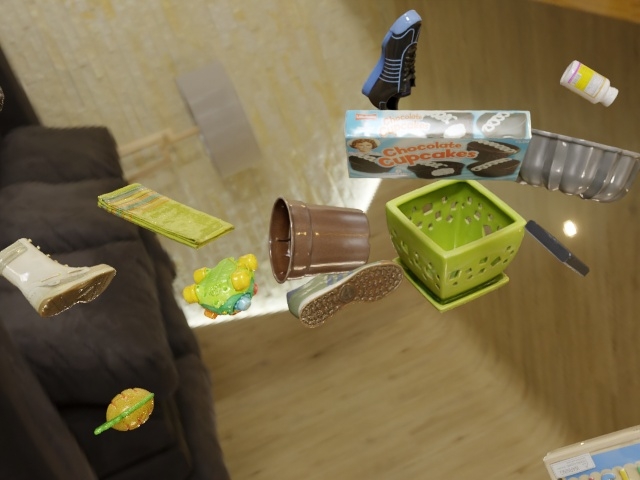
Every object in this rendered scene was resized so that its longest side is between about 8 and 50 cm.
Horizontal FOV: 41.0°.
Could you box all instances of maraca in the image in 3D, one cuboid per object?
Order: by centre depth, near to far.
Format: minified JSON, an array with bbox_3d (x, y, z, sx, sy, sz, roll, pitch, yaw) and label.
[{"bbox_3d":[-0.506,0.447,2.217,0.099,0.127,0.185,55,36,1],"label":"maraca"}]

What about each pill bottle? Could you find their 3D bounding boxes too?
[{"bbox_3d":[0.422,-0.244,1.344,0.083,0.043,0.043,31,-8,-1],"label":"pill bottle"}]

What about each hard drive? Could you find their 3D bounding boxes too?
[{"bbox_3d":[0.404,0.015,1.459,0.094,0.022,0.135,47,13,31],"label":"hard drive"}]

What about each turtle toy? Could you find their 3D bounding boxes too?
[{"bbox_3d":[-0.123,0.063,1.166,0.130,0.095,0.066,-70,141,-64],"label":"turtle toy"}]

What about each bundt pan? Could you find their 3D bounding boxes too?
[{"bbox_3d":[0.544,-0.167,1.914,0.331,0.330,0.124,-137,-122,-72],"label":"bundt pan"}]

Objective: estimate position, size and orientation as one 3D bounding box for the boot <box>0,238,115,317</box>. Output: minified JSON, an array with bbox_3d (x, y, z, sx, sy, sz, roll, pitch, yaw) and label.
[{"bbox_3d":[-0.522,0.058,1.684,0.165,0.077,0.213,36,28,15],"label":"boot"}]

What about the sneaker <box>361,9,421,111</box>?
[{"bbox_3d":[0.164,-0.354,1.740,0.090,0.081,0.232,46,-38,17],"label":"sneaker"}]

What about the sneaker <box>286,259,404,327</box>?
[{"bbox_3d":[0.031,0.070,1.353,0.086,0.192,0.064,29,-43,56],"label":"sneaker"}]

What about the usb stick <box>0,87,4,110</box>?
[{"bbox_3d":[-0.558,-0.193,1.174,0.045,0.077,0.278,48,25,17],"label":"usb stick"}]

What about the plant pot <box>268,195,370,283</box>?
[{"bbox_3d":[0.000,0.000,1.648,0.167,0.165,0.167,-179,-90,-73],"label":"plant pot"}]

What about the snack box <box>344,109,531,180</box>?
[{"bbox_3d":[0.208,-0.171,1.568,0.187,0.322,0.060,77,15,-70],"label":"snack box"}]

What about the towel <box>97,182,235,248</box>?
[{"bbox_3d":[-0.271,-0.047,1.492,0.237,0.102,0.021,22,-56,28],"label":"towel"}]

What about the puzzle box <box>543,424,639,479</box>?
[{"bbox_3d":[0.648,0.464,1.559,0.052,0.409,0.272,-21,85,-60],"label":"puzzle box"}]

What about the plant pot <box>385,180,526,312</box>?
[{"bbox_3d":[0.290,0.015,1.899,0.228,0.227,0.207,48,-29,41],"label":"plant pot"}]
